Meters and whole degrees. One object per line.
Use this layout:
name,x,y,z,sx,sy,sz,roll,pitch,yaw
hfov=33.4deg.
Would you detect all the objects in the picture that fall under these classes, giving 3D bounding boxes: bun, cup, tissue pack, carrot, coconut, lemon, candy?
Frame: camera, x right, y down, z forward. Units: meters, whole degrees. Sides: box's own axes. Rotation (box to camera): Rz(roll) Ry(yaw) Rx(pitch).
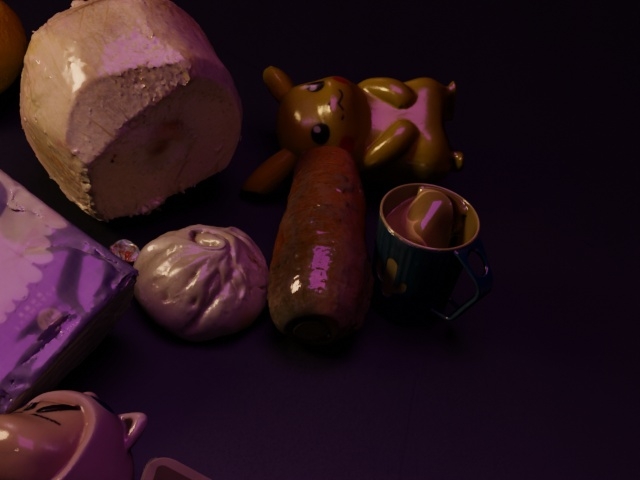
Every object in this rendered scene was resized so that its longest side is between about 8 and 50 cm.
bun,-0.149,0.040,1.372,0.183,0.102,0.183,6,45,-6
cup,0.143,0.035,1.402,0.131,0.155,0.176,-28,56,-35
tissue pack,-0.418,0.037,1.229,0.343,0.125,0.242,36,59,7
carrot,0.000,0.000,1.415,0.138,0.139,0.302,5,46,-7
coconut,-0.269,-0.199,1.475,0.297,0.297,0.254,-23,54,-32
lemon,-0.545,-0.288,1.585,0.244,0.187,0.187,-20,50,-37
candy,-0.296,0.057,1.361,0.053,0.047,0.182,23,42,27

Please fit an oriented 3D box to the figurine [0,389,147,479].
figurine,-0.296,0.262,1.052,0.176,0.186,0.287,11,53,37

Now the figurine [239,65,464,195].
figurine,0.050,-0.172,1.596,0.326,0.169,0.218,5,65,-16

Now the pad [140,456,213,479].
pad,-0.074,0.331,1.051,0.266,0.002,0.176,32,35,-16
